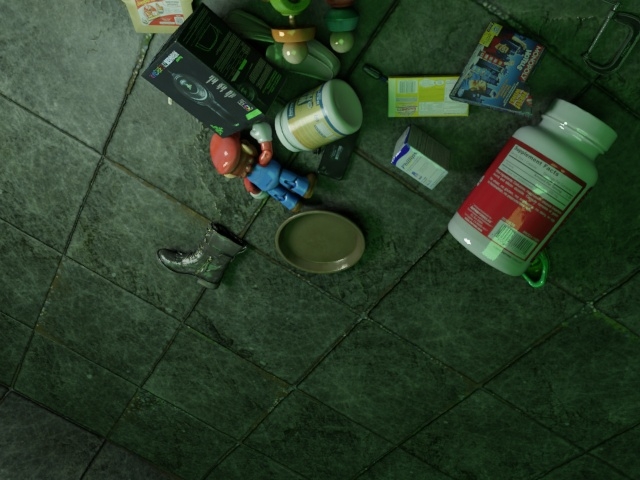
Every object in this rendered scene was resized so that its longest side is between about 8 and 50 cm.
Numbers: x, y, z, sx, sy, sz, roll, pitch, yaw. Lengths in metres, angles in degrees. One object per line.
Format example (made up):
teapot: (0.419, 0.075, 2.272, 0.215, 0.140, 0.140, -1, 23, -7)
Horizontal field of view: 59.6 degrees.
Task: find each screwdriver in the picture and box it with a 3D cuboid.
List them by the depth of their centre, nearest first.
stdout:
screwdriver: (0.182, -0.405, 1.443, 0.170, 0.025, 0.024, 30, 126, -6)

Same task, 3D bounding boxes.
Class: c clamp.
c clamp: (0.659, -0.466, 1.287, 0.137, 0.022, 0.160, 14, 125, -2)

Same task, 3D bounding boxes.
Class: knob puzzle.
knob puzzle: (-0.414, -0.624, 1.423, 0.213, 0.029, 0.213, 6, 140, 5)

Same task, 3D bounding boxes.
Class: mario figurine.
mario figurine: (-0.168, -0.225, 1.622, 0.321, 0.170, 0.198, 31, 90, -20)

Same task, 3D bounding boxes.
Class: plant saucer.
plant saucer: (0.000, 0.000, 1.726, 0.278, 0.041, 0.277, 2, 135, 2)

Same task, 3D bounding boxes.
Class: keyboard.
keyboard: (0.036, -0.258, 1.583, 0.108, 0.023, 0.180, 16, 126, -5)

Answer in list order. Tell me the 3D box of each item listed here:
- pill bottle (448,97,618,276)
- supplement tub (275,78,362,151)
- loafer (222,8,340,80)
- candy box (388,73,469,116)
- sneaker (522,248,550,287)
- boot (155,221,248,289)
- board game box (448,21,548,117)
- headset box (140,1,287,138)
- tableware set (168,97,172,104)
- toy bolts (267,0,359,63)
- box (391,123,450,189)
pill bottle: (0.522, -0.131, 1.381, 0.229, 0.229, 0.407, 31, 106, -8)
supplement tub: (-0.006, -0.320, 1.461, 0.200, 0.144, 0.144, -16, 119, 39)
loafer: (-0.108, -0.469, 1.404, 0.320, 0.111, 0.112, 21, 156, 3)
candy box: (0.277, -0.370, 1.432, 0.206, 0.027, 0.105, 1, 127, 7)
sneaker: (0.573, 0.006, 1.565, 0.110, 0.123, 0.295, -25, 112, 27)
boot: (-0.395, 0.028, 1.860, 0.263, 0.091, 0.229, 26, 121, -9)
board game box: (0.440, -0.382, 1.324, 0.194, 0.060, 0.194, 33, 104, 14)
headset box: (-0.259, -0.400, 1.392, 0.283, 0.131, 0.246, 37, 156, -28)
tableware set: (-0.378, -0.458, 1.529, 0.194, 0.039, 0.128, -27, 120, 28)
toy bolts: (-0.024, -0.522, 1.333, 0.229, 0.218, 0.158, -14, 120, -17)
box: (0.268, -0.223, 1.484, 0.137, 0.126, 0.072, 33, 127, -9)
